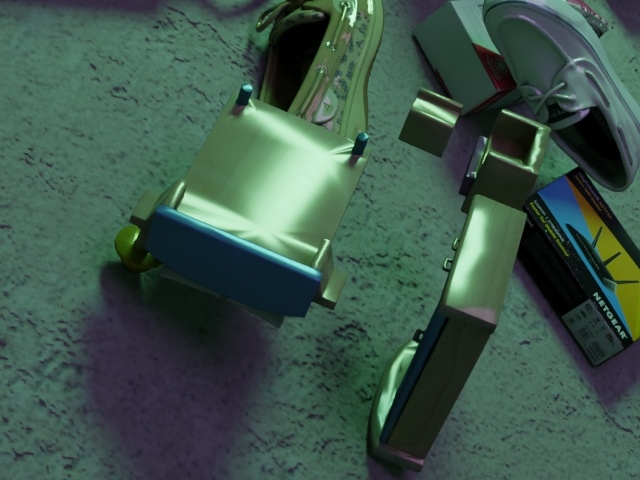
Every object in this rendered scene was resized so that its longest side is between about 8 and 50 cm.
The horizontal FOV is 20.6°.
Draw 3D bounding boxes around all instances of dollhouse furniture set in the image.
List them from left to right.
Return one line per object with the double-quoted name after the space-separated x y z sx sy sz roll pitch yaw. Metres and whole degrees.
0.000 0.000 1.495 0.303 0.198 0.286 22 44 0 "dollhouse furniture set"

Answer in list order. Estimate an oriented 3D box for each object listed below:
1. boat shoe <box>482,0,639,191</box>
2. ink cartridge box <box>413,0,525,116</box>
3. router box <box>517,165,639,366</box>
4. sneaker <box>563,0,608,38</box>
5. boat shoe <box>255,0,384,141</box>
0.250 -0.150 1.774 0.258 0.095 0.084 41 45 -28 "boat shoe"
0.185 -0.198 1.856 0.150 0.063 0.109 -15 74 -49 "ink cartridge box"
0.271 0.023 1.789 0.179 0.046 0.133 56 39 4 "router box"
0.270 -0.238 1.976 0.063 0.075 0.170 43 14 15 "sneaker"
-0.008 -0.168 1.614 0.089 0.105 0.285 28 46 -31 "boat shoe"
